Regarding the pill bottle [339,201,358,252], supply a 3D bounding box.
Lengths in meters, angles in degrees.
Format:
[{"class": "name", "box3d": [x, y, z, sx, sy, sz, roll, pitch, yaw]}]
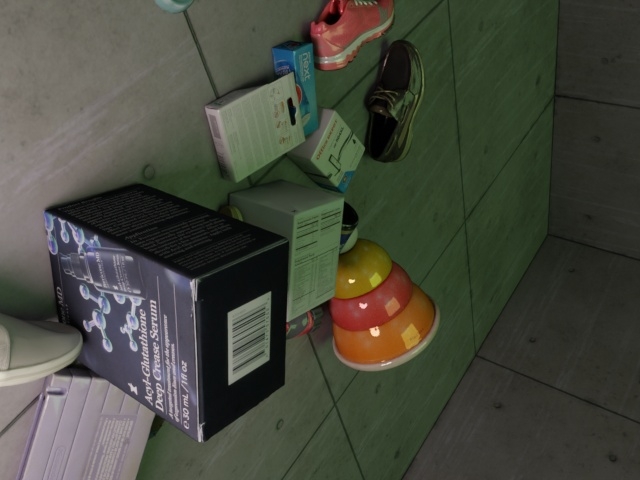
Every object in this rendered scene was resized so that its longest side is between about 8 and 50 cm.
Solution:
[{"class": "pill bottle", "box3d": [0.000, 0.000, 1.625, 0.122, 0.123, 0.219, -21, 149, -50]}]

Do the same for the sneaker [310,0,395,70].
[{"class": "sneaker", "box3d": [0.084, -0.551, 1.519, 0.314, 0.115, 0.136, -51, 141, -28]}]

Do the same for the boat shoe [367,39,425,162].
[{"class": "boat shoe", "box3d": [0.210, -0.388, 1.775, 0.130, 0.132, 0.356, -25, 125, -48]}]

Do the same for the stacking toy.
[{"class": "stacking toy", "box3d": [0.125, 0.110, 1.821, 0.350, 0.350, 0.480, -45, 123, -34]}]

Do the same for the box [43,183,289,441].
[{"class": "box", "box3d": [-0.269, 0.101, 1.081, 0.212, 0.395, 0.294, -25, 125, -47]}]

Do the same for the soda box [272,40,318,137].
[{"class": "soda box", "box3d": [-0.057, -0.355, 1.458, 0.071, 0.067, 0.210, -37, 134, -40]}]

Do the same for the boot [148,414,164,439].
[{"class": "boot", "box3d": [-0.373, 0.381, 1.382, 0.219, 0.082, 0.106, -4, 121, -45]}]

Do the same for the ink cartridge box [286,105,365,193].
[{"class": "ink cartridge box", "box3d": [0.018, -0.234, 1.613, 0.203, 0.085, 0.148, 37, 75, -57]}]

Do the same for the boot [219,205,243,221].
[{"class": "boot", "box3d": [-0.254, 0.016, 1.352, 0.165, 0.077, 0.213, 13, 81, -45]}]

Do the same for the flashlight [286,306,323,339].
[{"class": "flashlight", "box3d": [-0.120, 0.238, 1.648, 0.304, 0.103, 0.103, -17, 94, -50]}]

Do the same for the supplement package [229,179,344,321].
[{"class": "supplement package", "box3d": [-0.086, 0.016, 1.486, 0.198, 0.199, 0.263, -23, 125, -50]}]

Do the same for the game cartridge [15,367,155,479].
[{"class": "game cartridge", "box3d": [-0.465, 0.428, 1.217, 0.230, 0.068, 0.355, 15, 94, -42]}]

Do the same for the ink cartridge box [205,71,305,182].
[{"class": "ink cartridge box", "box3d": [-0.140, -0.258, 1.383, 0.224, 0.056, 0.181, -39, 135, -33]}]

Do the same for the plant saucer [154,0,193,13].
[{"class": "plant saucer", "box3d": [-0.263, -0.479, 1.134, 0.119, 0.021, 0.119, -30, 129, -45]}]

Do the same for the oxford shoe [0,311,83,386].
[{"class": "oxford shoe", "box3d": [-0.551, 0.135, 0.909, 0.449, 0.169, 0.130, 10, 96, -52]}]
